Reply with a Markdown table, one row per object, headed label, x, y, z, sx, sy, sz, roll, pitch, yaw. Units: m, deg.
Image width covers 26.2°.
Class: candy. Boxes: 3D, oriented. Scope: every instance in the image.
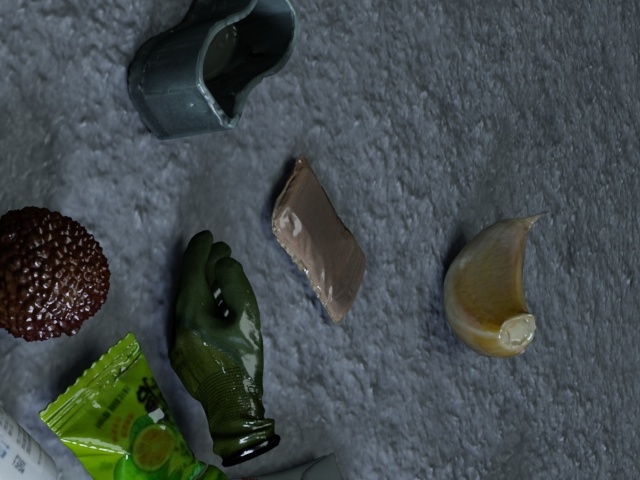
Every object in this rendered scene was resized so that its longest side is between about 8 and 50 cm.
| label | x | y | z | sx | sy | sz | roll | pitch | yaw |
| --- | --- | --- | --- | --- | --- | --- | --- | --- | --- |
| candy | -0.187 | 0.221 | 1.424 | 0.149 | 0.069 | 0.246 | -54 | 131 | -41 |

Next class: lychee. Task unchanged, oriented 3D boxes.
| label | x | y | z | sx | sy | sz | roll | pitch | yaw |
| --- | --- | --- | --- | --- | --- | --- | --- | --- | --- |
| lychee | -0.264 | 0.031 | 1.303 | 0.129 | 0.123 | 0.123 | 45 | 40 | -3 |

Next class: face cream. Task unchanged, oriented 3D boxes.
| label | x | y | z | sx | sy | sz | roll | pitch | yaw |
| --- | --- | --- | --- | --- | --- | --- | --- | --- | --- |
| face cream | -0.337 | 0.144 | 1.198 | 0.269 | 0.082 | 0.082 | 54 | 42 | -35 |

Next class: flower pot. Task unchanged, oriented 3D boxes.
| label | x | y | z | sx | sy | sz | roll | pitch | yaw |
| --- | --- | --- | --- | --- | --- | --- | --- | --- | --- |
| flower pot | -0.120 | -0.214 | 1.577 | 0.103 | 0.108 | 0.229 | 63 | 36 | -27 |

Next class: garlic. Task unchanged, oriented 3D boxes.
| label | x | y | z | sx | sy | sz | roll | pitch | yaw |
| --- | --- | --- | --- | --- | --- | --- | --- | --- | --- |
| garlic | 0.269 | 0.071 | 2.070 | 0.145 | 0.164 | 0.245 | 36 | 47 | -28 |

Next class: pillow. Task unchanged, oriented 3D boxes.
| label | x | y | z | sx | sy | sz | roll | pitch | yaw |
| --- | --- | --- | --- | --- | --- | --- | --- | --- | --- |
| pillow | -0.001 | 0.002 | 1.787 | 0.211 | 0.034 | 0.135 | 60 | 36 | -33 |

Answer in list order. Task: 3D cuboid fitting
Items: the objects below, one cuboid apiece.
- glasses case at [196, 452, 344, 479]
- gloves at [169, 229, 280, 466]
| label | x | y | z | sx | sy | sz | roll | pitch | yaw |
| --- | --- | --- | --- | --- | --- | --- | --- | --- | --- |
| glasses case | -0.041 | 0.327 | 1.612 | 0.308 | 0.083 | 0.128 | 2 | 83 | -57 |
| gloves | -0.111 | 0.115 | 1.517 | 0.107 | 0.135 | 0.268 | 6 | 62 | -36 |
